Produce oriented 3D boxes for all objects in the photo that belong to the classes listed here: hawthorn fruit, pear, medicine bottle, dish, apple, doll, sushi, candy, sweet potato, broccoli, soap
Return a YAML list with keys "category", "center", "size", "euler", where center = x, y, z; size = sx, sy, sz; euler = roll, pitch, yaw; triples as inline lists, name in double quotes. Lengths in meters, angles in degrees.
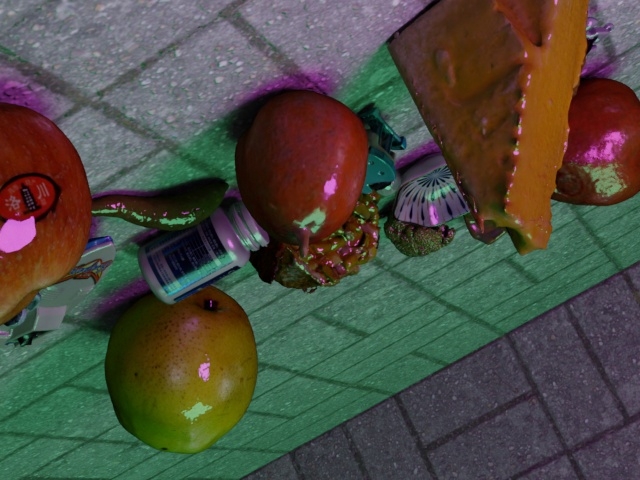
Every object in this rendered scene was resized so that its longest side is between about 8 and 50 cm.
- category: "hawthorn fruit"
  center: [-0.027, -0.077, 1.581]
  size: [0.199, 0.251, 0.199]
  euler: [1, 143, 1]
- category: "pear"
  center: [-0.239, 0.215, 2.011]
  size: [0.294, 0.294, 0.294]
  euler: [-23, 160, -9]
- category: "medicine bottle"
  center: [-0.181, 0.014, 1.819]
  size: [0.191, 0.107, 0.107]
  euler: [-28, 160, 6]
- category: "dish"
  center: [0.205, -0.102, 2.041]
  size: [0.190, 0.066, 0.191]
  euler: [-12, 148, -8]
- category: "apple"
  center: [-0.395, -0.009, 1.291]
  size: [0.309, 0.250, 0.277]
  euler: [-17, 158, -30]
- category: "doll"
  center: [0.358, -0.291, 1.772]
  size: [0.195, 0.070, 0.096]
  euler: [-21, 143, -3]
- category: "sushi"
  center: [0.002, -0.002, 1.953]
  size: [0.296, 0.167, 0.179]
  euler: [3, 168, -42]
- category: "candy"
  center: [0.327, -0.093, 2.160]
  size: [0.101, 0.143, 0.271]
  euler: [14, 157, 4]
- category: "hawthorn fruit"
  center: [0.438, -0.162, 1.999]
  size: [0.260, 0.224, 0.224]
  euler: [-5, 156, -12]
- category: "sweet potato"
  center: [-0.237, -0.043, 1.688]
  size: [0.249, 0.059, 0.069]
  euler: [-7, 134, -34]
- category: "broccoli"
  center: [0.181, -0.028, 2.165]
  size: [0.130, 0.131, 0.120]
  euler: [10, 102, -40]
- category: "soap"
  center: [0.296, -0.196, 1.532]
  size: [0.304, 0.339, 0.169]
  euler: [-35, 160, 27]

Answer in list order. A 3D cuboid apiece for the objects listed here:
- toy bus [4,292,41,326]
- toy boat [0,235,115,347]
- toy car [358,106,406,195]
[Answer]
- category: "toy bus"
  center: [-0.517, 0.094, 1.588]
  size: [0.265, 0.120, 0.121]
  euler: [-29, 160, 10]
- category: "toy boat"
  center: [-0.400, 0.075, 1.731]
  size: [0.295, 0.088, 0.129]
  euler: [-37, 158, 30]
- category: "toy car"
  center: [0.046, -0.132, 1.791]
  size: [0.161, 0.098, 0.126]
  euler: [-6, 146, 38]
